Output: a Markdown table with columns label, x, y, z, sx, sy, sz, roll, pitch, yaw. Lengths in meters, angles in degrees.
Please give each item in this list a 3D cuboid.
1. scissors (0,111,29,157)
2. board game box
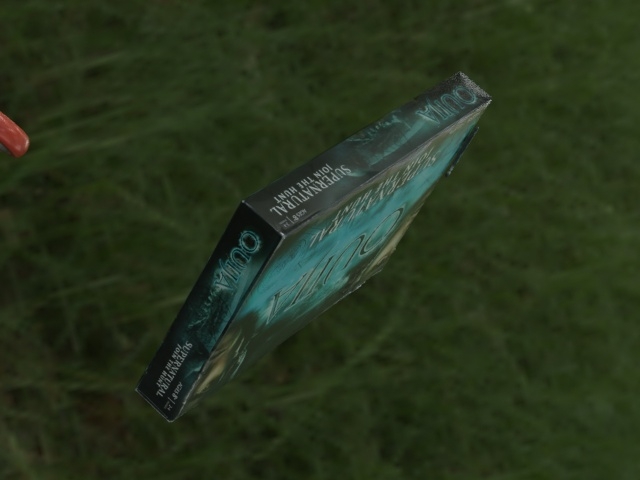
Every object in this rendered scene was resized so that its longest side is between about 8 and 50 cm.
| label | x | y | z | sx | sy | sz | roll | pitch | yaw |
| --- | --- | --- | --- | --- | --- | --- | --- | --- | --- |
| scissors | -0.312 | -0.146 | 1.240 | 0.297 | 0.021 | 0.109 | 38 | -9 | -10 |
| board game box | 0.000 | 0.000 | 0.888 | 0.026 | 0.126 | 0.186 | 41 | 39 | 13 |
